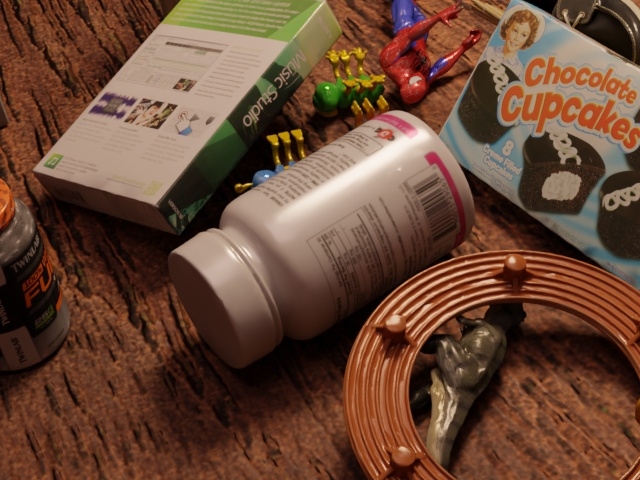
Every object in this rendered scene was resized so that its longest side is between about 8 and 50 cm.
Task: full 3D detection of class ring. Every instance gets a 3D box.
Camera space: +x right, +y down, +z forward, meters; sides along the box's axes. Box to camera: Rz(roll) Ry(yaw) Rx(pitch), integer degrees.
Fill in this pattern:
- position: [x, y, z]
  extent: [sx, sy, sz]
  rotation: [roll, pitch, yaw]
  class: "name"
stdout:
- position: [0.189, 0.139, 1.271]
  extent: [0.336, 0.032, 0.336]
  rotation: [1, 52, -1]
  class: "ring"

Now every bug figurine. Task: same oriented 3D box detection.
- position: [-0.013, -0.131, 1.617]
  extent: [0.216, 0.072, 0.279]
  rotation: [-11, 38, -9]
  class: "bug figurine"

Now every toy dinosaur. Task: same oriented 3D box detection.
- position: [0.111, 0.129, 1.330]
  extent: [0.118, 0.064, 0.268]
  rotation: [15, 52, 16]
  class: "toy dinosaur"

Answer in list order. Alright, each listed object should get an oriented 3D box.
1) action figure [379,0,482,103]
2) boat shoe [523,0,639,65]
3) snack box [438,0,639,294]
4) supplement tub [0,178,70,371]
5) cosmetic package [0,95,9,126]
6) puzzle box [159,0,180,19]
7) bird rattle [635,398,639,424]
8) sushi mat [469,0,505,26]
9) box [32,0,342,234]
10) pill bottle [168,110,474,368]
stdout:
- position: [0.138, -0.272, 1.701]
  extent: [0.139, 0.091, 0.280]
  rotation: [-25, 37, 27]
  class: "action figure"
- position: [0.316, -0.260, 1.677]
  extent: [0.079, 0.084, 0.233]
  rotation: [-20, 36, -15]
  class: "boat shoe"
- position: [0.276, -0.102, 1.454]
  extent: [0.060, 0.187, 0.322]
  rotation: [12, 21, -46]
  class: "snack box"
- position: [-0.332, 0.032, 1.423]
  extent: [0.117, 0.190, 0.117]
  rotation: [-6, 44, 6]
  class: "supplement tub"
- position: [-0.479, -0.242, 1.791]
  extent: [0.107, 0.127, 0.238]
  rotation: [-22, 43, -11]
  class: "cosmetic package"
- position: [-0.036, -0.437, 1.799]
  extent: [0.409, 0.272, 0.052]
  rotation: [-29, 46, -18]
  class: "puzzle box"
- position: [0.388, 0.150, 1.182]
  extent: [0.253, 0.143, 0.207]
  rotation: [-33, 50, -27]
  class: "bird rattle"
- position: [0.310, -0.188, 1.585]
  extent: [0.151, 0.019, 0.316]
  rotation: [10, 24, -45]
  class: "sushi mat"
- position: [-0.152, -0.159, 1.608]
  extent: [0.232, 0.058, 0.322]
  rotation: [16, 61, 43]
  class: "box"
- position: [0.000, 0.000, 1.412]
  extent: [0.283, 0.160, 0.160]
  rotation: [-31, 47, -21]
  class: "pill bottle"
